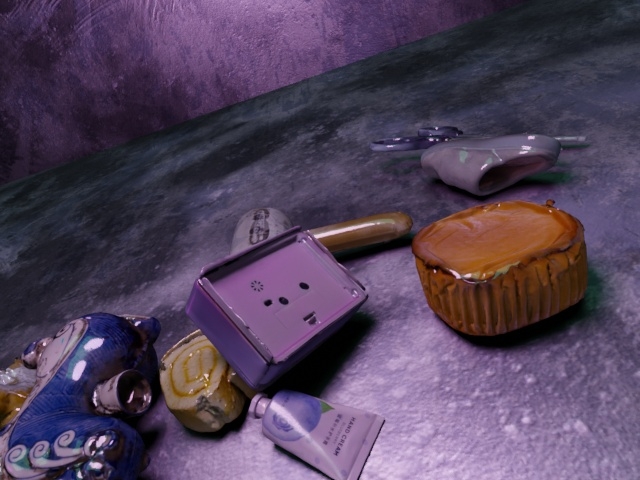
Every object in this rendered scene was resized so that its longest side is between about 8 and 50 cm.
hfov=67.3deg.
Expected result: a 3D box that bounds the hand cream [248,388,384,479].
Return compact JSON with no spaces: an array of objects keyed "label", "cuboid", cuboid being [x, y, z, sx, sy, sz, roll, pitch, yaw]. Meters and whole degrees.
[{"label":"hand cream","cuboid":[-0.012,0.198,0.515,0.142,0.053,0.084,10,40,28]}]

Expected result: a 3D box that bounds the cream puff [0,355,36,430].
[{"label":"cream puff","cuboid":[-0.443,0.236,0.661,0.121,0.156,0.156,42,56,11]}]

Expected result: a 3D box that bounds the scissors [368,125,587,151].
[{"label":"scissors","cuboid":[0.311,-0.202,0.960,0.383,0.029,0.256,12,26,42]}]

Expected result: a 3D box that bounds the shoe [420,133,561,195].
[{"label":"shoe","cuboid":[0.280,-0.121,0.832,0.251,0.103,0.100,-3,68,49]}]

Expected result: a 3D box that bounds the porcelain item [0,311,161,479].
[{"label":"porcelain item","cuboid":[-0.276,0.198,0.572,0.186,0.138,0.288,-19,31,16]}]

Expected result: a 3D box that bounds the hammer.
[{"label":"hammer","cuboid":[0.000,0.000,0.792,0.305,0.113,0.202,-13,32,4]}]

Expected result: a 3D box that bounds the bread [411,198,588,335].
[{"label":"bread","cuboid":[0.218,0.032,0.590,0.199,0.104,0.199,-15,25,7]}]

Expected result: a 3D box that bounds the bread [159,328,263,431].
[{"label":"bread","cuboid":[-0.139,0.175,0.612,0.117,0.064,0.156,-30,31,-8]}]

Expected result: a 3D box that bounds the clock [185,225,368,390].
[{"label":"clock","cuboid":[-0.051,0.074,0.601,0.144,0.073,0.193,45,39,16]}]
